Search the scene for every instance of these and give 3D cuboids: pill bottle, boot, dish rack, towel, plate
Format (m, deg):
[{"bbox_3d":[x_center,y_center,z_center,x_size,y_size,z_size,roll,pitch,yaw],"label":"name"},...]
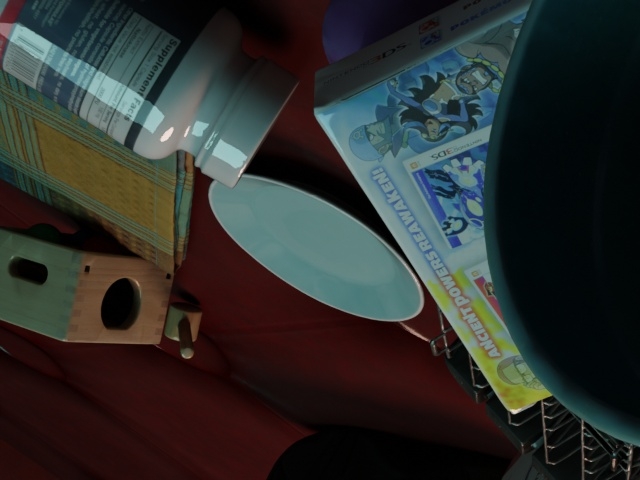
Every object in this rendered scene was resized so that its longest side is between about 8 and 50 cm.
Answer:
[{"bbox_3d":[-0.109,-0.113,0.867,0.180,0.108,0.108,32,158,-3],"label":"pill bottle"},{"bbox_3d":[0.136,0.330,1.475,0.377,0.138,0.284,-3,141,46],"label":"boot"},{"bbox_3d":[0.148,0.084,0.892,0.208,0.074,0.271,47,169,27],"label":"dish rack"},{"bbox_3d":[-0.217,-0.103,1.123,0.271,0.040,0.370,30,160,5],"label":"towel"},{"bbox_3d":[0.000,0.000,1.081,0.188,0.024,0.188,27,158,12],"label":"plate"}]

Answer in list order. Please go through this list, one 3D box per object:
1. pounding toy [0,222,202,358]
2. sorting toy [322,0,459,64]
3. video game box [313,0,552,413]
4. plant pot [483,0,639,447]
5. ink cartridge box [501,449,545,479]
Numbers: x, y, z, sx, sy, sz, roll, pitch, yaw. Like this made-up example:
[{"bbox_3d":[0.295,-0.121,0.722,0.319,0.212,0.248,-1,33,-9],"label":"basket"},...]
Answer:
[{"bbox_3d":[-0.183,0.045,1.329,0.181,0.094,0.206,14,-176,35],"label":"pounding toy"},{"bbox_3d":[0.136,-0.025,0.783,0.365,0.127,0.126,37,180,-20],"label":"sorting toy"},{"bbox_3d":[0.126,-0.031,0.653,0.187,0.048,0.205,-26,121,15],"label":"video game box"},{"bbox_3d":[0.236,-0.021,0.452,0.255,0.271,0.271,26,162,-27],"label":"plant pot"},{"bbox_3d":[0.200,0.178,1.083,0.067,0.115,0.198,32,157,-1],"label":"ink cartridge box"}]
